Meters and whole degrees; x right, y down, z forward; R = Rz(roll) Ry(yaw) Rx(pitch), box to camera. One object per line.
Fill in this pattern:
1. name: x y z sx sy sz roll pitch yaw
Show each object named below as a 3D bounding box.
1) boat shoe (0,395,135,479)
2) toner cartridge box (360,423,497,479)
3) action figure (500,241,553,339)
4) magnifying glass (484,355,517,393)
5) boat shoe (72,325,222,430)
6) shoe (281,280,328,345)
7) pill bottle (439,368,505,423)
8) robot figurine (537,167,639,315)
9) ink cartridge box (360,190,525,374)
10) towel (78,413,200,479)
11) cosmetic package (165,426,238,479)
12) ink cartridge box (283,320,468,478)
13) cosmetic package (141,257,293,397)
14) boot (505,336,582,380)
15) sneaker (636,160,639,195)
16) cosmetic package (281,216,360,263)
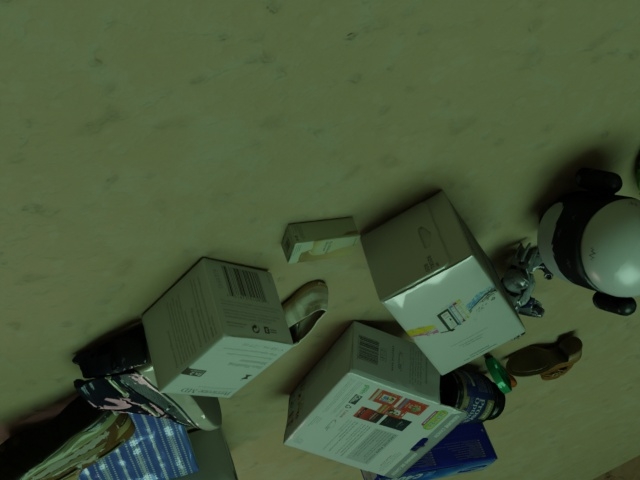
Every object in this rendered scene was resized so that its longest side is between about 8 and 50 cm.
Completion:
1. boat shoe: -0.487 0.404 1.841 0.324 0.122 0.120 -31 127 6
2. toner cartridge box: 0.251 0.501 2.450 0.348 0.165 0.075 -2 146 -28
3. action figure: 0.388 0.111 1.946 0.185 0.099 0.285 -53 163 -12
4. magnifying glass: 0.436 0.327 2.375 0.026 0.092 0.231 -32 158 13
5. boat shoe: -0.310 0.268 1.802 0.158 0.127 0.340 -19 142 10
6. shoe: -0.058 0.156 1.816 0.076 0.058 0.219 8 139 -39
7. pill bottle: 0.335 0.364 2.321 0.123 0.123 0.219 -39 145 28
8. robot figurine: 0.488 0.002 1.721 0.209 0.278 0.173 40 85 -16
9. ink cartridge box: 0.203 0.072 1.674 0.168 0.171 0.232 -30 130 12
10. towel: -0.427 0.436 1.984 0.336 0.040 0.243 -16 129 -7
11. cosmetic package: -0.369 0.554 2.170 0.385 0.156 0.217 -16 151 -10
12. ink cartridge box: 0.112 0.337 2.044 0.272 0.130 0.309 22 135 -16
13. cosmetic package: -0.172 0.149 1.644 0.151 0.151 0.184 13 136 -42
14. boot: 0.538 0.304 2.402 0.197 0.073 0.152 -16 153 -3
15. sneaker: 0.664 -0.121 1.668 0.185 0.202 0.483 -19 149 -2
16. cosmetic package: 0.000 0.000 1.619 0.115 0.041 0.060 -8 147 -21
